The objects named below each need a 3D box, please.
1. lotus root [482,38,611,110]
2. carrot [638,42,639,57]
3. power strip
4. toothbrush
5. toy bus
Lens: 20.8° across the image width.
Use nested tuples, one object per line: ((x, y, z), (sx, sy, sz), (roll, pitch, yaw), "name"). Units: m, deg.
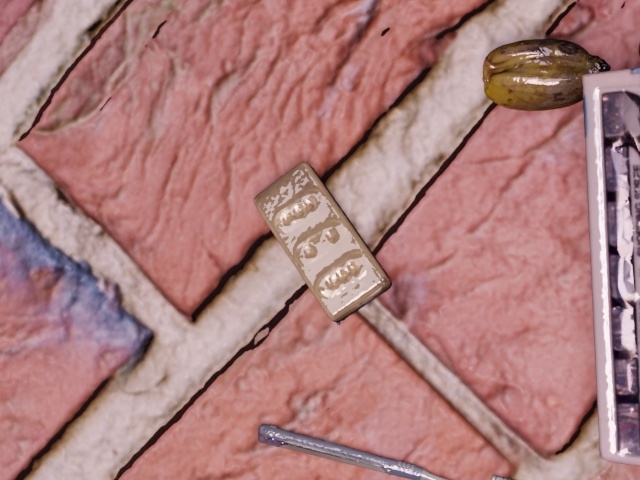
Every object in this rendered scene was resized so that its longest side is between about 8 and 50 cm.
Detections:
((0.173, -0.127, 1.336), (0.099, 0.049, 0.054), (-1, 76, 11), "lotus root")
((0.291, -0.048, 1.310), (0.049, 0.049, 0.254), (-16, 86, 9), "carrot")
((0.000, 0.000, 1.365), (0.056, 0.032, 0.123), (-35, 78, 4), "power strip")
((0.057, 0.172, 1.344), (0.219, 0.016, 0.019), (12, 85, 12), "toothbrush")
((0.263, 0.018, 1.253), (0.131, 0.106, 0.297), (-1, 93, 23), "toy bus")
